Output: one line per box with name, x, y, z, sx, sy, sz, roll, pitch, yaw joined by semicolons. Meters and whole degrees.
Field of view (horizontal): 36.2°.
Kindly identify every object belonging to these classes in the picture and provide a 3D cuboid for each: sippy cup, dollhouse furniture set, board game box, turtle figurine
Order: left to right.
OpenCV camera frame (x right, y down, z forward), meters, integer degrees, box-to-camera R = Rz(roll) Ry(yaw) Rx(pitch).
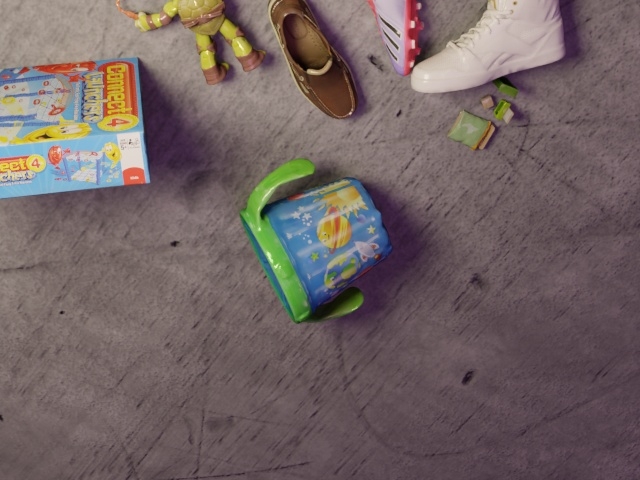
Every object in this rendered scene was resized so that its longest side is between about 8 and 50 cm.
board game box;-0.423;-0.178;1.513;0.301;0.308;0.086;-7;122;-9
turtle figurine;-0.172;-0.369;1.580;0.269;0.087;0.217;-26;124;5
sippy cup;0.000;0.000;1.792;0.224;0.240;0.305;-28;164;-7
dollhouse furniture set;0.305;-0.227;1.800;0.076;0.059;0.152;19;116;-23

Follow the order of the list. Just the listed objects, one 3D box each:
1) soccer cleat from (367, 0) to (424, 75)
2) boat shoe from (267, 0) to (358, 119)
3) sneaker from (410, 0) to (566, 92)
soccer cleat;0.118;-0.394;1.648;0.095;0.083;0.248;7;131;18
boat shoe;-0.011;-0.297;1.658;0.095;0.095;0.257;-32;124;8
sneaker;0.281;-0.366;1.684;0.292;0.108;0.169;-19;124;-12
